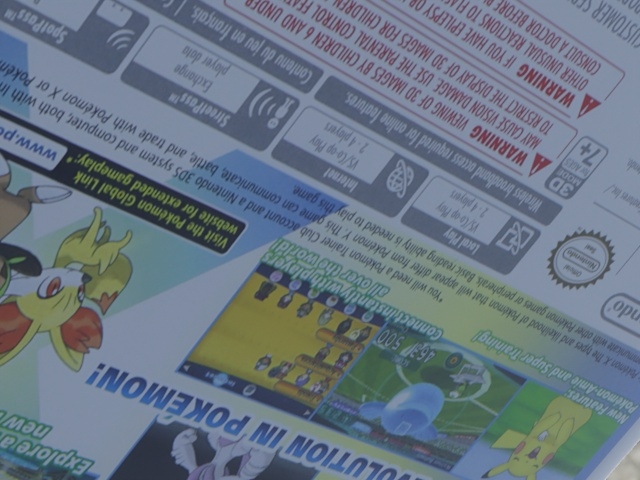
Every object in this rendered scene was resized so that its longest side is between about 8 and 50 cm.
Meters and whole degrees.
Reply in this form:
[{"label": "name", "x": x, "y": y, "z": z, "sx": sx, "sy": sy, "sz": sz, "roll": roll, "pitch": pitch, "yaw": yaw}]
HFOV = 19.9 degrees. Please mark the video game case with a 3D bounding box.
[{"label": "video game case", "x": 0.000, "y": 0.000, "z": 0.520, "sx": 0.329, "sy": 0.036, "sz": 0.300, "roll": 25, "pitch": 108, "yaw": -42}]
